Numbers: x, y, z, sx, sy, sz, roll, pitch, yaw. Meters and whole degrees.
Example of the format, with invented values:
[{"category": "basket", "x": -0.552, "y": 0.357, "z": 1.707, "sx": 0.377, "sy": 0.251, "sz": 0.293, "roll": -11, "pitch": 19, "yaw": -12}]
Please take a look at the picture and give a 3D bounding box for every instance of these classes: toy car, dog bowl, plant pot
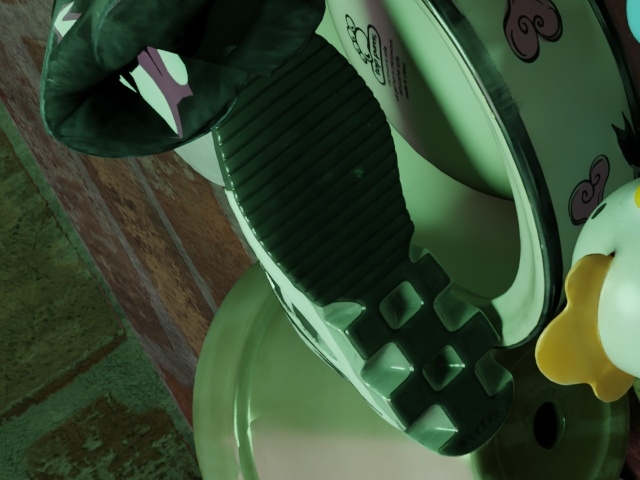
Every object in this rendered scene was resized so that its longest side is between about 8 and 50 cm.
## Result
[{"category": "toy car", "x": 0.205, "y": -0.014, "z": 0.838, "sx": 0.219, "sy": 0.238, "sz": 0.210, "roll": 36, "pitch": 154, "yaw": 47}, {"category": "dog bowl", "x": 0.075, "y": -0.132, "z": 1.124, "sx": 0.408, "sy": 0.150, "sz": 0.408, "roll": 49, "pitch": 163, "yaw": 21}, {"category": "plant pot", "x": 0.100, "y": 0.151, "z": 1.391, "sx": 0.280, "sy": 0.323, "sz": 0.323, "roll": -1, "pitch": 124, "yaw": 50}]

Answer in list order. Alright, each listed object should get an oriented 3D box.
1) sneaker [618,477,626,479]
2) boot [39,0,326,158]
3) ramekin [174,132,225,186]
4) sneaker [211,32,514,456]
[{"category": "sneaker", "x": 0.262, "y": 0.298, "z": 1.527, "sx": 0.104, "sy": 0.095, "sz": 0.236, "roll": 40, "pitch": 153, "yaw": 58}, {"category": "boot", "x": -0.111, "y": -0.251, "z": 0.976, "sx": 0.367, "sy": 0.146, "sz": 0.445, "roll": 129, "pitch": 139, "yaw": -61}, {"category": "ramekin", "x": -0.103, "y": -0.194, "z": 1.527, "sx": 0.273, "sy": 0.127, "sz": 0.273, "roll": 49, "pitch": 162, "yaw": 22}, {"category": "sneaker", "x": 0.000, "y": 0.000, "z": 1.107, "sx": 0.146, "sy": 0.122, "sz": 0.330, "roll": 17, "pitch": 137, "yaw": 62}]
